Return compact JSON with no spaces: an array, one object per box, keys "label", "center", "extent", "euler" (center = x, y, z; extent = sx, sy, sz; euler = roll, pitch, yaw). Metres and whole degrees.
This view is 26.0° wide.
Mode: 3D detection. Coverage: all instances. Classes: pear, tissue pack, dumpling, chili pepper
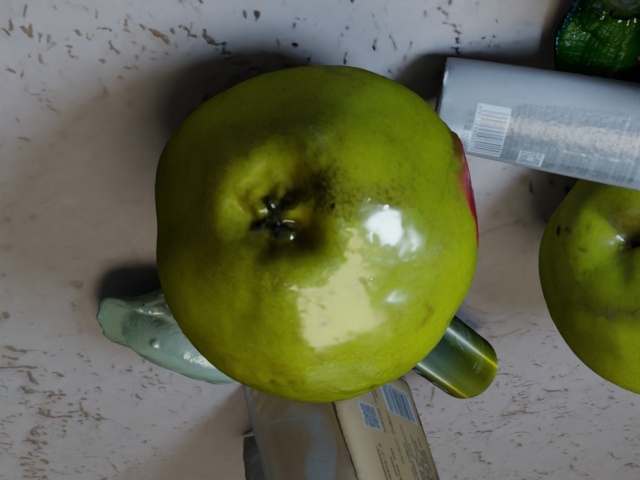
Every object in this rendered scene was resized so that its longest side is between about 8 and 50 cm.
[{"label":"pear","center":[0.367,0.033,1.416],"extent":[0.294,0.294,0.294],"euler":[-11,146,-8]},{"label":"tissue pack","center":[0.015,0.315,1.632],"extent":[0.239,0.305,0.238],"euler":[-12,146,-8]},{"label":"pear","center":[0.000,0.000,1.221],"extent":[0.287,0.287,0.375],"euler":[-18,173,2]},{"label":"dumpling","center":[-0.129,0.088,1.448],"extent":[0.219,0.153,0.108],"euler":[27,85,-28]},{"label":"chili pepper","center":[0.265,-0.159,1.279],"extent":[0.098,0.061,0.224],"euler":[-7,150,6]}]

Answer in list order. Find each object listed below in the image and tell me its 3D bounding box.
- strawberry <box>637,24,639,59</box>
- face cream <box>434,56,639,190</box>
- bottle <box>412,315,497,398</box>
[{"label":"strawberry","center":[0.382,-0.198,1.186],"extent":[0.306,0.138,0.233],"euler":[2,101,-45]},{"label":"face cream","center":[0.237,-0.100,1.250],"extent":[0.269,0.073,0.107],"euler":[10,139,2]},{"label":"bottle","center":[0.106,0.099,1.562],"extent":[0.082,0.082,0.286],"euler":[-30,144,19]}]
